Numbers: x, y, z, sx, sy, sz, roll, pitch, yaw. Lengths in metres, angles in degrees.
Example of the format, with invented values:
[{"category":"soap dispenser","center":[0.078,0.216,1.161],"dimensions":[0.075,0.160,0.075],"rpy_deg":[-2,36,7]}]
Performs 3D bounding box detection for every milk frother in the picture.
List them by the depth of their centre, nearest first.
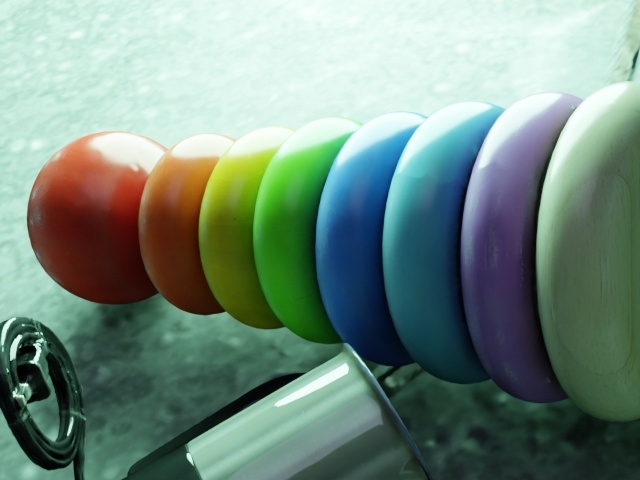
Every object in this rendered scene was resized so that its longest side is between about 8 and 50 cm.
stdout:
[{"category":"milk frother","center":[-0.044,0.078,0.542],"dimensions":[0.135,0.143,0.129],"rpy_deg":[-30,37,-7]}]

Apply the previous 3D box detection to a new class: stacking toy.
[{"category":"stacking toy","center":[0.000,0.000,0.630],"dimensions":[0.330,0.141,0.141],"rpy_deg":[2,48,31]}]
